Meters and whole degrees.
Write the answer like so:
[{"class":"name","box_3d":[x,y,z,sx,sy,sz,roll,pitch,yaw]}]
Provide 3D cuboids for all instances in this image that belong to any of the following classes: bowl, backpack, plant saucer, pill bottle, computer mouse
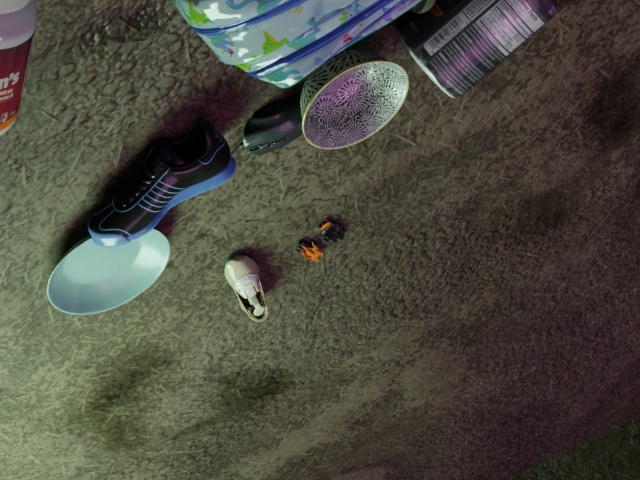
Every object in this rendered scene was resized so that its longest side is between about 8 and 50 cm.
[{"class":"bowl","box_3d":[0.032,-0.216,2.032,0.170,0.080,0.170,-24,149,-15]},{"class":"backpack","box_3d":[-0.005,-0.343,1.628,0.355,0.290,0.273,-25,135,0]},{"class":"plant saucer","box_3d":[-0.317,0.033,2.118,0.195,0.037,0.195,-22,149,-15]},{"class":"pill bottle","box_3d":[-0.383,-0.227,1.604,0.121,0.121,0.221,-11,144,-31]},{"class":"pill bottle","box_3d":[0.241,-0.324,2.017,0.246,0.130,0.130,-40,149,13]},{"class":"computer mouse","box_3d":[-0.114,-0.125,2.072,0.242,0.041,0.071,-35,150,6]}]

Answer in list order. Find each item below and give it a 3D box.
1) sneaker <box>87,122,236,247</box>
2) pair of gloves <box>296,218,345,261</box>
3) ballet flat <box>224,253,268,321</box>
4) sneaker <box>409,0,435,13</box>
[{"class":"sneaker","box_3d":[-0.233,-0.082,2.000,0.232,0.081,0.090,-33,139,-4]},{"class":"pair of gloves","box_3d":[0.000,0.000,2.383,0.083,0.010,0.074,-42,147,11]},{"class":"ballet flat","box_3d":[-0.114,0.080,2.354,0.057,0.052,0.168,-29,149,-5]},{"class":"sneaker","box_3d":[0.096,-0.382,1.851,0.130,0.087,0.227,-20,144,-16]}]
